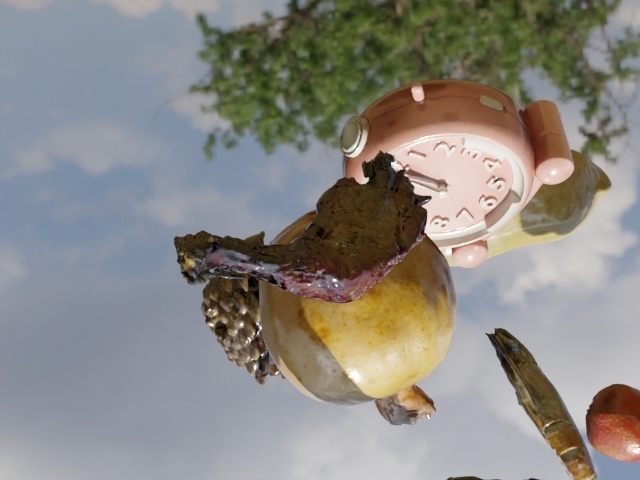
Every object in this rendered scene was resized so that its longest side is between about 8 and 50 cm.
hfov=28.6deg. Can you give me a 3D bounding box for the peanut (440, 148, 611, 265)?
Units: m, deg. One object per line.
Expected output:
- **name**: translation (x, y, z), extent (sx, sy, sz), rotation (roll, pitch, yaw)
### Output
- **peanut**: translation (0.261, -0.053, 1.807), extent (0.340, 0.174, 0.158), rotation (-10, -117, -2)

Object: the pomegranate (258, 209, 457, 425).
- **pomegranate**: translation (0.032, 0.064, 1.216), extent (0.207, 0.207, 0.207), rotation (-11, -158, 4)

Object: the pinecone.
- **pinecone**: translation (-0.036, 0.070, 1.491), extent (0.204, 0.179, 0.184), rotation (-27, -133, -32)

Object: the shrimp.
- **shrimp**: translation (0.360, 0.279, 2.006), extent (0.062, 0.317, 0.164), rotation (-29, 162, -1)

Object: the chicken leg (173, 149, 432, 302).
- **chicken leg**: translation (0.000, 0.000, 0.979), extent (0.253, 0.106, 0.051), rotation (-20, 159, -41)

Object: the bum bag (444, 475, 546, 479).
- **bum bag**: translation (0.284, 0.407, 1.978), extent (0.232, 0.107, 0.060), rotation (-2, -130, 12)

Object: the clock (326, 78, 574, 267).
- **clock**: translation (0.133, -0.099, 1.466), extent (0.241, 0.227, 0.142), rotation (14, -134, -26)

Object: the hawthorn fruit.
- **hawthorn fruit**: translation (0.442, 0.267, 1.824), extent (0.128, 0.128, 0.128), rotation (-11, -158, 4)
